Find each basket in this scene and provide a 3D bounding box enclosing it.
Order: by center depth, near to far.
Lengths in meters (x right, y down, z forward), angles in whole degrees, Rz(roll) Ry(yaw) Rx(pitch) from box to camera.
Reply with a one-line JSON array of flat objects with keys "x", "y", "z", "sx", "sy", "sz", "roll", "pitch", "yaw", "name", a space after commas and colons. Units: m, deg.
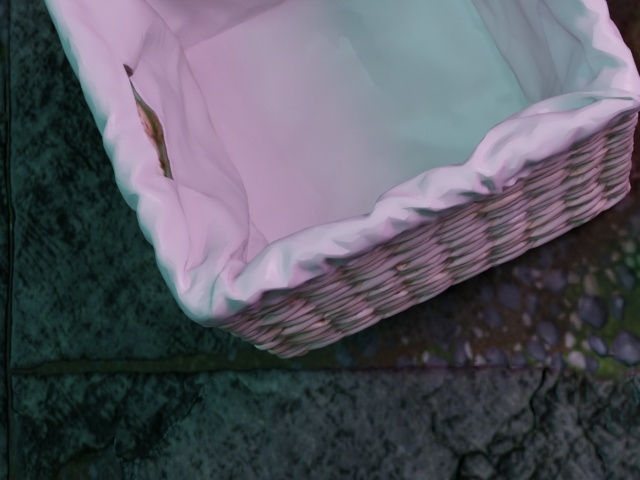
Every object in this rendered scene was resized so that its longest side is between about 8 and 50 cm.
[{"x": 0.018, "y": -0.121, "z": 1.128, "sx": 0.331, "sy": 0.266, "sz": 0.328, "roll": -26, "pitch": 71, "yaw": 3, "name": "basket"}]
